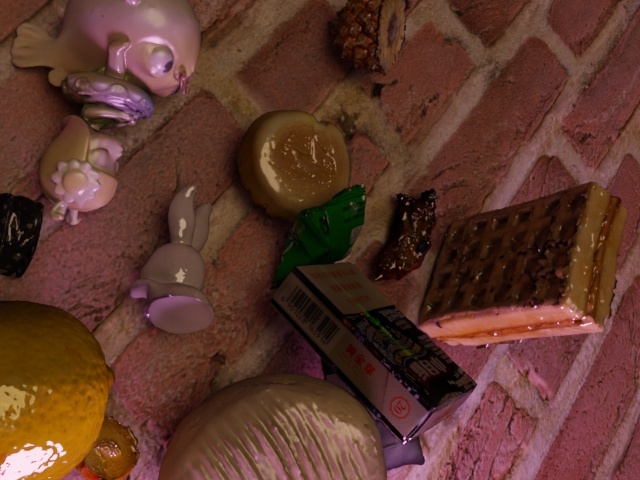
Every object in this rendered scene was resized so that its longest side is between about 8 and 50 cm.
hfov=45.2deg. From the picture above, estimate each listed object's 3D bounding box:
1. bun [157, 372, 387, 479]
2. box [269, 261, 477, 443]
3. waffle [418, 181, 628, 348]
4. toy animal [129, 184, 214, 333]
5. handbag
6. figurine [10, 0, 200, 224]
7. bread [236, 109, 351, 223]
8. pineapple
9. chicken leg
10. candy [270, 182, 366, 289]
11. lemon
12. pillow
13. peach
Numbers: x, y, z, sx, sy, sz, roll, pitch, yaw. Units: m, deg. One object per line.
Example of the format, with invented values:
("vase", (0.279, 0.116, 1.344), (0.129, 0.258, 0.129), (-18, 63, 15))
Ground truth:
("bun", (-0.080, 0.363, 1.146), (0.326, 0.234, 0.362), (40, 78, -12))
("box", (0.084, 0.165, 1.226), (0.310, 0.084, 0.198), (44, 20, 22))
("waffle", (0.359, 0.052, 1.389), (0.114, 0.376, 0.261), (34, 63, -22))
("toy animal", (-0.228, 0.028, 1.198), (0.104, 0.131, 0.220), (47, 30, -47))
("handbag", (-0.410, -0.013, 1.056), (0.072, 0.139, 0.115), (22, 69, -36))
("figurine", (-0.340, -0.217, 1.144), (0.275, 0.226, 0.394), (14, 83, 2))
("bread", (-0.047, -0.124, 1.327), (0.213, 0.105, 0.213), (6, 80, -35))
("pineapple", (0.074, -0.402, 1.449), (0.161, 0.137, 0.175), (22, 79, -68))
("chicken leg", (0.167, -0.008, 1.464), (0.105, 0.063, 0.233), (28, 68, -20))
("candy", (0.000, 0.003, 1.293), (0.141, 0.203, 0.078), (-7, 50, -29))
("lemon", (-0.398, 0.199, 0.961), (0.267, 0.267, 0.267), (7, 77, -31))
("pillow", (0.087, 0.284, 1.332), (0.186, 0.106, 0.249), (-3, 78, -38))
("peach", (-0.313, 0.303, 1.104), (0.098, 0.061, 0.098), (31, 46, -38))
